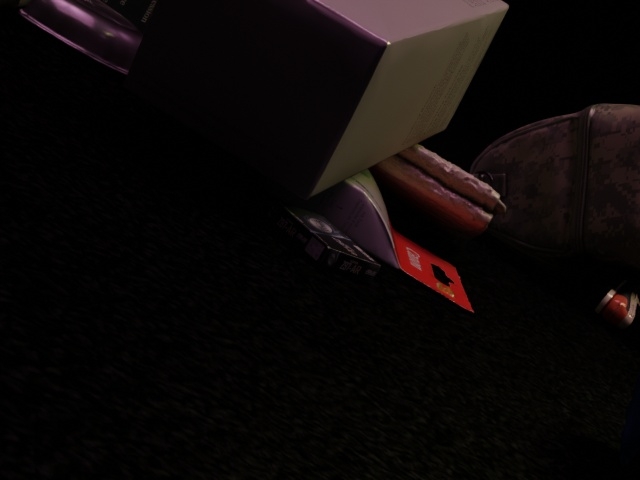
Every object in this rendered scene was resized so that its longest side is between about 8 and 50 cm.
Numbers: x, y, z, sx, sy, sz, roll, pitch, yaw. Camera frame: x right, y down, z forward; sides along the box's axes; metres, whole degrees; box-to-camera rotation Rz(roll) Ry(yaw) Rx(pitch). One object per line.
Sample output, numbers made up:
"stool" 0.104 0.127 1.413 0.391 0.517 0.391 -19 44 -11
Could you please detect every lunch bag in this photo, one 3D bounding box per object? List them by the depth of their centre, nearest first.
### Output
"lunch bag" 0.356 -0.049 1.823 0.256 0.212 0.305 3 -6 33

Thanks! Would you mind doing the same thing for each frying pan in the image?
"frying pan" -0.286 -0.236 1.345 0.326 0.053 0.197 24 12 -49

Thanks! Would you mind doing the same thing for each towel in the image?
"towel" 0.057 -0.089 1.486 0.282 0.049 0.187 31 -7 -1

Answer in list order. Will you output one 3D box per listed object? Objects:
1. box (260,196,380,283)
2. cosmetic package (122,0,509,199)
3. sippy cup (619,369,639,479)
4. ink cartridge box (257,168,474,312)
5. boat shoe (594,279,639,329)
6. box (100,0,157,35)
"box" 0.000 0.000 1.139 0.067 0.018 0.083 19 16 -46
"cosmetic package" 0.011 -0.179 1.270 0.197 0.155 0.365 33 24 14
"sippy cup" 0.347 0.131 1.031 0.224 0.240 0.305 23 -13 7
"ink cartridge box" 0.050 -0.030 1.325 0.225 0.056 0.181 29 11 -6
"boat shoe" 0.360 0.079 1.696 0.043 0.049 0.137 38 14 13
"box" -0.111 -0.343 1.630 0.395 0.293 0.212 26 13 -30
